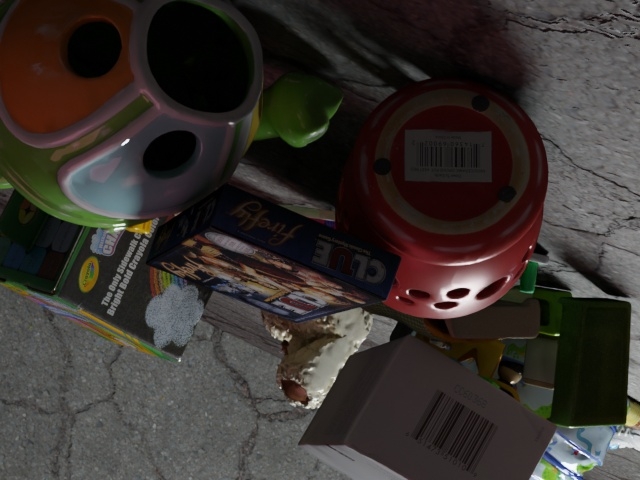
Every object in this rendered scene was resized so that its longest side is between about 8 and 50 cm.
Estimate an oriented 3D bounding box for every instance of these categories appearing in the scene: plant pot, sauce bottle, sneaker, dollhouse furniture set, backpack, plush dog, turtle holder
[{"bbox_3d":[0.108,-0.038,1.341,0.191,0.191,0.174,23,167,5],"label":"plant pot"},{"bbox_3d":[0.495,0.277,2.400,0.128,0.042,0.042,31,167,-31],"label":"sauce bottle"},{"bbox_3d":[0.516,0.313,2.492,0.191,0.071,0.083,12,160,15],"label":"sneaker"},{"bbox_3d":[0.195,0.135,1.792,0.302,0.151,0.198,3,-177,-35],"label":"dollhouse furniture set"},{"bbox_3d":[0.285,0.237,2.207,0.356,0.273,0.290,-10,135,48],"label":"backpack"},{"bbox_3d":[-0.018,0.089,2.235,0.225,0.211,0.262,17,127,62],"label":"plush dog"},{"bbox_3d":[-0.149,-0.121,1.374,0.320,0.243,0.227,38,147,-29],"label":"turtle holder"}]

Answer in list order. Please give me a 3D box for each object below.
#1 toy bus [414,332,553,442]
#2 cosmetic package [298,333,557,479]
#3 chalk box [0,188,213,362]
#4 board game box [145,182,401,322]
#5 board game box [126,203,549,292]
[{"bbox_3d":[0.209,0.168,2.005,0.202,0.104,0.191,34,167,-35],"label":"toy bus"},{"bbox_3d":[0.120,0.244,1.875,0.217,0.156,0.385,32,167,-2],"label":"cosmetic package"},{"bbox_3d":[-0.289,0.006,1.888,0.179,0.180,0.289,12,162,47],"label":"chalk box"},{"bbox_3d":[-0.049,0.018,1.344,0.165,0.042,0.243,22,166,-14],"label":"board game box"},{"bbox_3d":[0.000,0.000,1.759,0.390,0.050,0.390,7,177,44],"label":"board game box"}]
